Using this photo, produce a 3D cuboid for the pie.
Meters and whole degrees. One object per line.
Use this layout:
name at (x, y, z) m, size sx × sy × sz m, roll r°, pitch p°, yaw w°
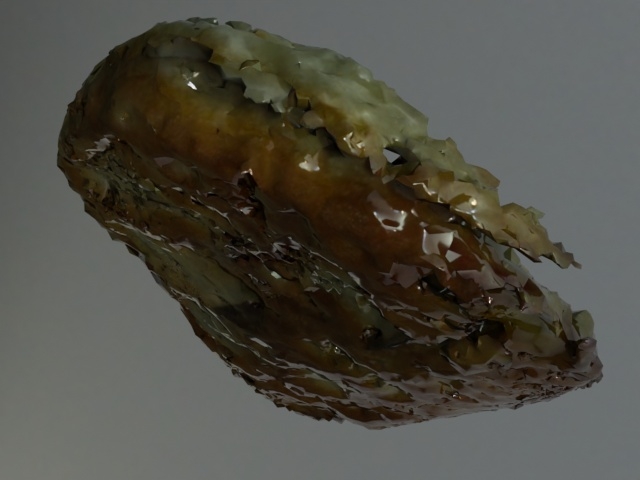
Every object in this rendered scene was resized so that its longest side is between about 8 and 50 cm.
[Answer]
pie at (-0.001, 0.001, 0.690) m, size 0.085 × 0.308 × 0.308 m, roll -57°, pitch -170°, yaw -22°
